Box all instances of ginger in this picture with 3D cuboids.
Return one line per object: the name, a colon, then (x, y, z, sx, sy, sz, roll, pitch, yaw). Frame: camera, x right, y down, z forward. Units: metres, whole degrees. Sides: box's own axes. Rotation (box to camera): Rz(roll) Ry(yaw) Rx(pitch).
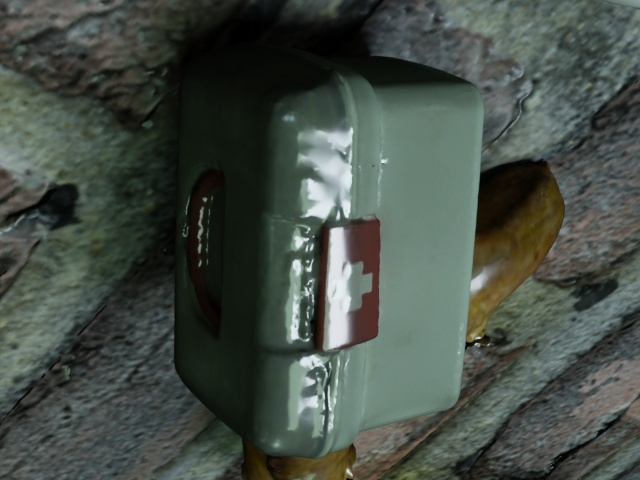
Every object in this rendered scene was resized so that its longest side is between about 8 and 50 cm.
ginger: (0.034, 0.071, 0.868, 0.133, 0.107, 0.309, 24, 119, -24)

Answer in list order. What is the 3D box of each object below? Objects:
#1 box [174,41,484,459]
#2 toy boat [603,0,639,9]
box: (0.000, 0.000, 0.706, 0.129, 0.148, 0.210, -8, 110, -30)
toy boat: (0.090, -0.206, 0.577, 0.269, 0.140, 0.141, 22, 123, -42)
